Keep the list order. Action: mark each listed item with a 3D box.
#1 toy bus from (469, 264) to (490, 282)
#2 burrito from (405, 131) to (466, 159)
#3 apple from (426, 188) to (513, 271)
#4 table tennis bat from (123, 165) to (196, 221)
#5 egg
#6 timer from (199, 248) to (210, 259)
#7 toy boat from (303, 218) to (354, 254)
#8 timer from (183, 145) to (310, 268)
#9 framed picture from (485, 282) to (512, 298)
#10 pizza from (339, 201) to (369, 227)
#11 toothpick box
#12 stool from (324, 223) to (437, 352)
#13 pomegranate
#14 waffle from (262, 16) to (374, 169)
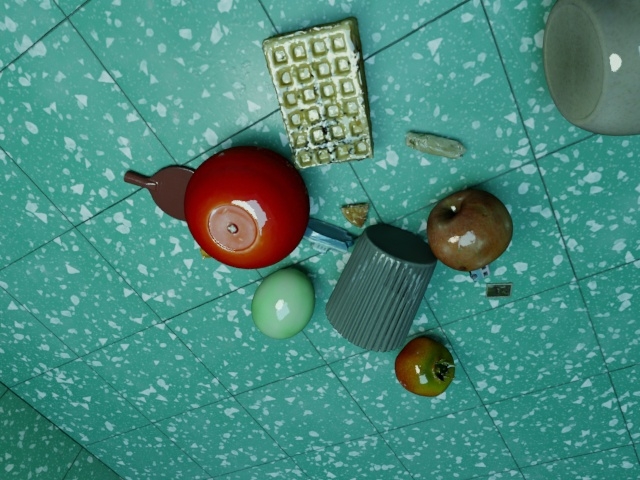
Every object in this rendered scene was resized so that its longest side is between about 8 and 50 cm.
[{"bbox_3d":[0.531,0.073,1.461,0.075,0.060,0.122,-22,118,12],"label":"toy bus"},{"bbox_3d":[0.343,-0.281,1.276,0.189,0.045,0.058,12,128,-3],"label":"burrito"},{"bbox_3d":[0.453,-0.025,1.305,0.254,0.253,0.253,3,121,4],"label":"apple"},{"bbox_3d":[-0.498,-0.165,1.433,0.311,0.038,0.200,18,119,-6],"label":"table tennis bat"},{"bbox_3d":[-0.131,0.224,1.523,0.221,0.220,0.269,20,119,-6],"label":"egg"},{"bbox_3d":[-0.369,0.008,1.457,0.132,0.152,0.131,3,121,4],"label":"timer"},{"bbox_3d":[0.000,0.000,1.454,0.215,0.088,0.102,20,124,-7],"label":"toy boat"},{"bbox_3d":[-0.221,-0.094,1.299,0.379,0.279,0.377,3,116,6],"label":"timer"},{"bbox_3d":[0.642,0.180,1.544,0.089,0.006,0.066,-3,121,8],"label":"framed picture"},{"bbox_3d":[0.121,-0.084,1.430,0.100,0.029,0.099,-7,128,13],"label":"pizza"},{"bbox_3d":[0.761,-0.443,0.932,0.426,0.408,0.408,-15,118,9],"label":"toothpick box"},{"bbox_3d":[0.206,0.147,1.413,0.298,0.297,0.329,18,117,-5],"label":"stool"},{"bbox_3d":[0.402,0.479,1.609,0.221,0.257,0.220,3,82,-20],"label":"pomegranate"},{"bbox_3d":[0.002,-0.396,1.201,0.261,0.114,0.376,-7,120,9],"label":"waffle"}]
